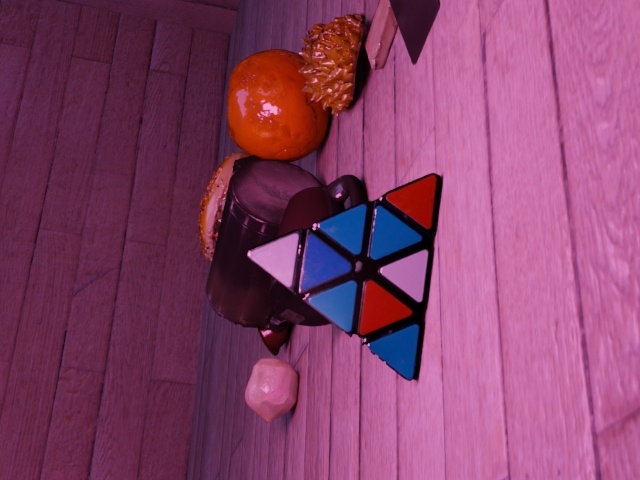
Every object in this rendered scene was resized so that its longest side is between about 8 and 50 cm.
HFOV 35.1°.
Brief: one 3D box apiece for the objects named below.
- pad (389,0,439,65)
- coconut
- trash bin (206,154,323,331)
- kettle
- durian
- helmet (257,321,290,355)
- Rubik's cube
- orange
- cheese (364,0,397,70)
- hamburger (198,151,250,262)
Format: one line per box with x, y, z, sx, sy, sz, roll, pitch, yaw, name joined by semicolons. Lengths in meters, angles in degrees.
0.140;-0.376;1.567;0.116;0.004;0.193;112;151;-46;pad
-0.098;0.300;2.005;0.110;0.110;0.124;131;153;-68;coconut
-0.117;0.009;2.078;0.252;0.203;0.301;46;138;29;trash bin
0.000;0.000;1.720;0.202;0.144;0.232;-45;30;37;kettle
0.015;-0.335;1.901;0.341;0.112;0.191;-117;40;-78;durian
-0.092;0.190;2.167;0.089;0.057;0.111;56;-170;-27;helmet
0.023;0.008;1.355;0.284;0.234;0.250;-101;24;-60;Rubik's cube
-0.089;-0.277;2.107;0.240;0.240;0.240;-171;90;-78;orange
0.142;-0.464;1.640;0.085;0.034;0.400;-101;22;-50;cheese
-0.194;-0.065;2.440;0.300;0.176;0.300;10;-90;-82;hamburger
